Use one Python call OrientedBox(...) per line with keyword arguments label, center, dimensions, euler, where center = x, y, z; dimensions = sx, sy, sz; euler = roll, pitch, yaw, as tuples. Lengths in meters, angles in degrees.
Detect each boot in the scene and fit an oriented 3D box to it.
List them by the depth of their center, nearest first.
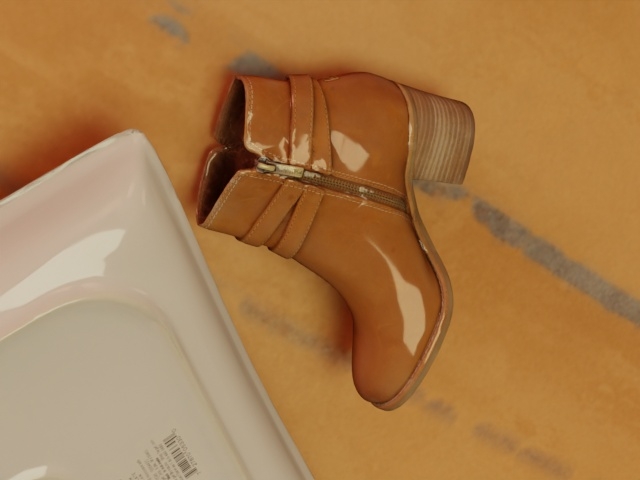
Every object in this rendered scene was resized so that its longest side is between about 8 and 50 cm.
OrientedBox(label="boot", center=(0.000, 0.000, 0.909), dimensions=(0.152, 0.073, 0.197), euler=(4, 97, -30))

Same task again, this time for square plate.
OrientedBox(label="square plate", center=(-0.169, 0.166, 0.854), dimensions=(0.344, 0.049, 0.347), euler=(-31, 123, -12))
